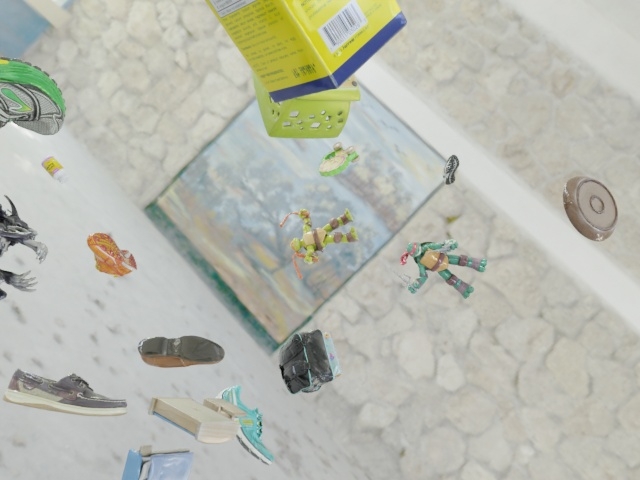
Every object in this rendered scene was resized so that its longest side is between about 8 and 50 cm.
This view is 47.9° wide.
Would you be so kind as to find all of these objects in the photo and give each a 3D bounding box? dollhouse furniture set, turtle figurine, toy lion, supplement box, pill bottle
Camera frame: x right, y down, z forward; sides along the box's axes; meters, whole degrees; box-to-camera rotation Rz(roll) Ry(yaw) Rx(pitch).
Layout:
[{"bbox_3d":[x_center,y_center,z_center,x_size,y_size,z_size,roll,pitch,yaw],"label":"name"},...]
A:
[{"bbox_3d":[-0.334,0.589,1.894,0.198,0.303,0.286,15,-1,39],"label":"dollhouse furniture set"},{"bbox_3d":[0.000,0.000,2.137,0.269,0.218,0.087,-100,169,-45],"label":"turtle figurine"},{"bbox_3d":[0.300,0.056,1.848,0.234,0.175,0.118,22,30,-18],"label":"turtle figurine"},{"bbox_3d":[0.033,-0.177,1.611,0.100,0.096,0.034,30,-27,59],"label":"toy lion"},{"bbox_3d":[-0.061,-0.429,1.152,0.194,0.195,0.356,4,-45,56],"label":"supplement box"},{"bbox_3d":[-0.768,-0.204,2.089,0.083,0.043,0.043,46,1,6],"label":"pill bottle"}]

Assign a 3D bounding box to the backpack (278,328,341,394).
[{"bbox_3d":[-0.036,0.349,2.040,0.145,0.188,0.165,-5,66,-36],"label":"backpack"}]

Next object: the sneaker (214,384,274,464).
[{"bbox_3d":[-0.224,0.580,2.264,0.275,0.110,0.107,54,-17,12],"label":"sneaker"}]

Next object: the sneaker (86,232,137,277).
[{"bbox_3d":[-0.417,0.037,1.409,0.175,0.068,0.064,69,-5,-66],"label":"sneaker"}]

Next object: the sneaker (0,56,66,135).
[{"bbox_3d":[-0.559,-0.231,1.209,0.343,0.134,0.146,20,60,-70],"label":"sneaker"}]

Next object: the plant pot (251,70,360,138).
[{"bbox_3d":[-0.031,-0.422,1.947,0.207,0.227,0.228,-44,-124,54],"label":"plant pot"}]

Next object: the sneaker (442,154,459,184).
[{"bbox_3d":[0.357,-0.203,2.005,0.109,0.040,0.043,95,-20,-54],"label":"sneaker"}]

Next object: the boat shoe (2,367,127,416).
[{"bbox_3d":[-0.586,0.352,1.670,0.286,0.092,0.103,7,-14,3],"label":"boat shoe"}]

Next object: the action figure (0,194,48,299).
[{"bbox_3d":[-0.607,0.044,1.393,0.141,0.164,0.275,17,53,-13],"label":"action figure"}]

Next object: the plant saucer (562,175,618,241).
[{"bbox_3d":[0.645,-0.081,1.702,0.168,0.168,0.029,46,-32,-7],"label":"plant saucer"}]

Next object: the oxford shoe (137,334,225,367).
[{"bbox_3d":[-0.341,0.284,1.791,0.076,0.212,0.076,-83,176,-46],"label":"oxford shoe"}]
